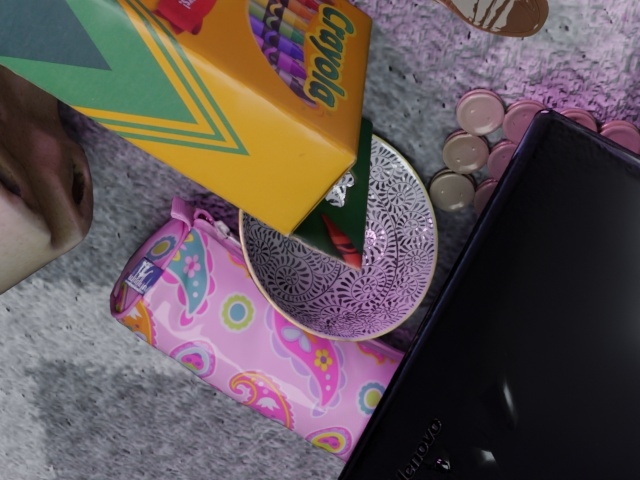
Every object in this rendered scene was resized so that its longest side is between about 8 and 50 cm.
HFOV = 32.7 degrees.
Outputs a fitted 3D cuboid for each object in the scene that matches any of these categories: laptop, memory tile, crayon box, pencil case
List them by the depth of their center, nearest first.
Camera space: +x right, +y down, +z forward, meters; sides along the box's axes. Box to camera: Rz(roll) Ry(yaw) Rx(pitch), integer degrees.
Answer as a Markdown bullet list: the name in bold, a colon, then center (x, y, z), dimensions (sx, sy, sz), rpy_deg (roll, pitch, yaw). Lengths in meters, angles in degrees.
- **crayon box**: center (-0.078, -0.135, 0.718), dimensions (0.318, 0.202, 0.081), rpy_deg (31, 123, -17)
- **memory tile**: center (0.168, -0.059, 0.861), dimensions (0.148, 0.012, 0.113), rpy_deg (13, 126, -2)
- **laptop**: center (0.297, 0.125, 0.879), dimensions (0.408, 0.236, 0.382), rpy_deg (-1, 129, -37)
- **pencil case**: center (-0.039, 0.083, 0.921), dimensions (0.284, 0.124, 0.124), rpy_deg (36, 122, -17)

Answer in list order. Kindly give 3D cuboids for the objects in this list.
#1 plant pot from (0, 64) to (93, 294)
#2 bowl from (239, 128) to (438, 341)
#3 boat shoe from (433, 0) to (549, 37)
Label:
- **plant pot**: center (-0.347, -0.036, 0.773), dimensions (0.305, 0.334, 0.334), rpy_deg (-26, 120, 9)
- **bowl**: center (0.000, 0.000, 0.856), dimensions (0.170, 0.170, 0.080), rpy_deg (33, 155, -17)
- **boat shoe**: center (0.095, -0.185, 0.758), dimensions (0.135, 0.045, 0.050), rpy_deg (25, 117, -7)
